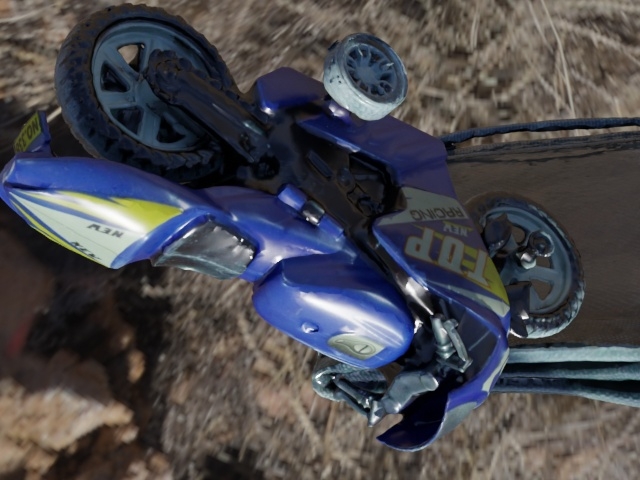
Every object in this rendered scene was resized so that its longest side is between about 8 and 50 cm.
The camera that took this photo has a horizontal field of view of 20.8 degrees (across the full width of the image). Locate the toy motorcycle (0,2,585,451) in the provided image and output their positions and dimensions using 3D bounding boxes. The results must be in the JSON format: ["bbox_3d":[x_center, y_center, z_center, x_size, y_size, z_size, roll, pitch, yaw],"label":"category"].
[{"bbox_3d":[0.000,0.000,0.831,0.315,0.169,0.113,24,143,-23],"label":"toy motorcycle"}]

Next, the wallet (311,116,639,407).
[{"bbox_3d":[0.141,0.014,1.096,0.237,0.342,0.075,-1,115,14],"label":"wallet"}]
